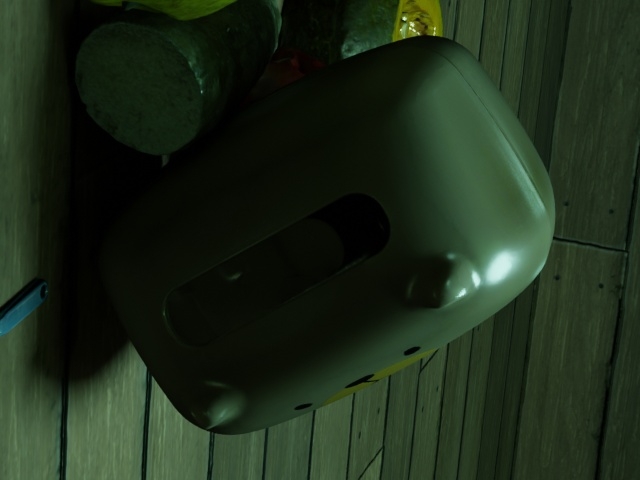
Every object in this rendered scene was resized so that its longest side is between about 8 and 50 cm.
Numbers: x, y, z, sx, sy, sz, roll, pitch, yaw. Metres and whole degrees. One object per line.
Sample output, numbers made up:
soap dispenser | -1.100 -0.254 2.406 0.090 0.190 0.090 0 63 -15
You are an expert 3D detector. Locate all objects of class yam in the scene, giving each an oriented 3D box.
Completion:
yam | -0.115 -0.171 1.630 0.330 0.133 0.133 -55 152 -66

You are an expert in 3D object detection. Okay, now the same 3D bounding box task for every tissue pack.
tissue pack | 0.000 0.000 1.609 0.267 0.387 0.277 60 21 -6

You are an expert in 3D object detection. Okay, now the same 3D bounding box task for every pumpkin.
pumpkin | 0.053 -0.204 2.148 0.317 0.139 0.222 30 68 -76

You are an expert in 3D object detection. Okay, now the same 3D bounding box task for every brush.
brush | -0.259 0.070 1.475 0.164 0.014 0.051 -52 149 -60

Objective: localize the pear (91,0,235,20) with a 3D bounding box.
pear | -0.098 -0.316 1.381 0.253 0.253 0.307 -2 112 -73

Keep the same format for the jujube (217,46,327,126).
jujube | -0.047 -0.068 1.838 0.174 0.174 0.250 -50 149 -60
